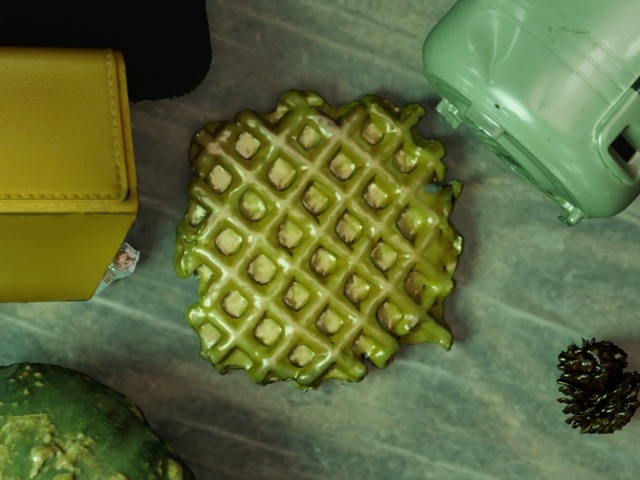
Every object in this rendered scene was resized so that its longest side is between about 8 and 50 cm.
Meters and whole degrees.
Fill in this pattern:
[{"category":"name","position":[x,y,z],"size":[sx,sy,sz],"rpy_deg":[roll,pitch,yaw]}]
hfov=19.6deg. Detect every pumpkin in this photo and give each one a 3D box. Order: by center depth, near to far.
[{"category":"pumpkin","position":[-0.222,0.258,1.424],"size":[0.292,0.257,0.327],"rpy_deg":[14,99,5]}]

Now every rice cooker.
[{"category":"rice cooker","position":[0.220,-0.152,1.464],"size":[0.226,0.226,0.244],"rpy_deg":[41,87,-7]}]

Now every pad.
[{"category":"pad","position":[-0.288,-0.239,1.495],"size":[0.375,0.063,0.314],"rpy_deg":[-5,79,-9]}]

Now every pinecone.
[{"category":"pinecone","position":[0.231,0.124,1.557],"size":[0.077,0.077,0.083],"rpy_deg":[-31,80,-3]}]

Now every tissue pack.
[{"category":"tissue pack","position":[-0.288,-0.047,1.343],"size":[0.275,0.194,0.145],"rpy_deg":[1,67,-19]}]

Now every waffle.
[{"category":"waffle","position":[0.000,0.000,1.535],"size":[0.245,0.052,0.254],"rpy_deg":[-4,94,-7]}]

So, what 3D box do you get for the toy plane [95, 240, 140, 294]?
[{"category":"toy plane","position":[-0.215,-0.050,1.509],"size":[0.078,0.053,0.197],"rpy_deg":[-40,96,6]}]
